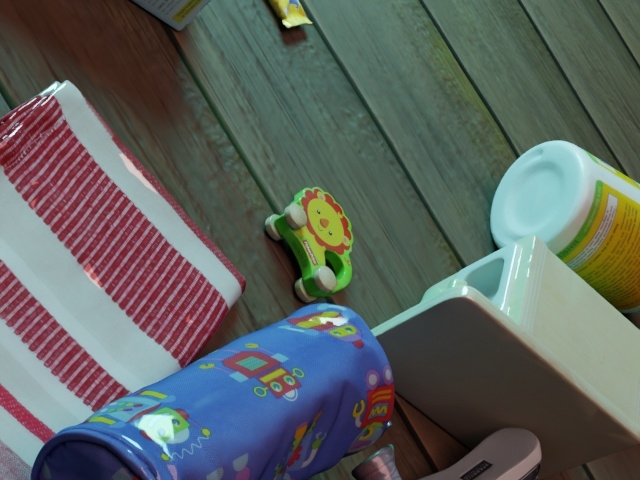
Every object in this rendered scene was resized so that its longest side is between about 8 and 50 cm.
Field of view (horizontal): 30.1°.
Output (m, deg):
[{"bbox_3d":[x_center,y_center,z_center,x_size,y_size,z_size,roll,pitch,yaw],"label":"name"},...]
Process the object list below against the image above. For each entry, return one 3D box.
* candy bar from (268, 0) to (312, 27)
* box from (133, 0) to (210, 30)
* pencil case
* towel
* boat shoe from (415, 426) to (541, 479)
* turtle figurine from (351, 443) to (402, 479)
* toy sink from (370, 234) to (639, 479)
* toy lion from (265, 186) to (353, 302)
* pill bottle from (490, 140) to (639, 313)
[{"bbox_3d":[-0.062,-0.284,1.202,0.040,0.018,0.162,-28,87,-48],"label":"candy bar"},{"bbox_3d":[-0.188,-0.290,1.024,0.244,0.100,0.060,32,46,-27],"label":"box"},{"bbox_3d":[-0.063,0.142,0.850,0.119,0.133,0.306,32,28,23],"label":"pencil case"},{"bbox_3d":[-0.202,0.042,0.859,0.237,0.037,0.329,50,42,-10],"label":"towel"},{"bbox_3d":[0.125,0.240,1.030,0.183,0.065,0.083,-25,120,-29],"label":"boat shoe"},{"bbox_3d":[0.079,0.281,0.899,0.175,0.118,0.234,-31,78,-28],"label":"turtle figurine"},{"bbox_3d":[0.169,0.095,1.094,0.234,0.152,0.131,38,45,-19],"label":"toy sink"},{"bbox_3d":[0.000,0.000,1.083,0.096,0.034,0.100,-14,76,-55],"label":"toy lion"},{"bbox_3d":[0.316,0.000,1.300,0.245,0.136,0.136,25,51,-31],"label":"pill bottle"}]
